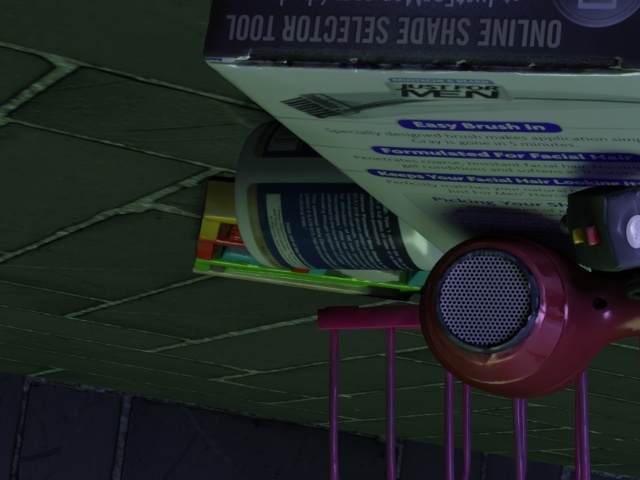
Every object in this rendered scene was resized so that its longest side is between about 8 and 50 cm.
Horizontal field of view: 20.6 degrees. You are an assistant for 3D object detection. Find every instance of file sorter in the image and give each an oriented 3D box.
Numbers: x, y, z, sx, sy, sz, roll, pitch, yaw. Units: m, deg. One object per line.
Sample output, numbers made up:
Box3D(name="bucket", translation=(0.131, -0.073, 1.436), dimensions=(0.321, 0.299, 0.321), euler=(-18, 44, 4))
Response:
Box3D(name="file sorter", translation=(0.171, 0.142, 1.512), dimensions=(0.291, 0.182, 0.202), euler=(-5, 174, 45))

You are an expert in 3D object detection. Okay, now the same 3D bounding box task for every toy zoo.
Box3D(name="toy zoo", translation=(0.000, 0.000, 1.380), dimensions=(0.192, 0.030, 0.293), euler=(8, 168, -4))

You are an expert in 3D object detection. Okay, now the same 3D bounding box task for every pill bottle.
Box3D(name="pill bottle", translation=(0.041, -0.028, 1.066), dimensions=(0.169, 0.094, 0.094), euler=(1, 167, 28))

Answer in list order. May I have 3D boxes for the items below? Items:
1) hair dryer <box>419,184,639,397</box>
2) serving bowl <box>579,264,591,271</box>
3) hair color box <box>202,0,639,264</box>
Box3D(name="hair dryer", translation=(0.160, 0.042, 0.854), dimensions=(0.224, 0.080, 0.293), euler=(10, 169, -20))
Box3D(name="serving bowl", translation=(0.164, 0.007, 1.327), dimensions=(0.083, 0.027, 0.083), euler=(7, 168, 2))
Box3D(name="hair color box", translation=(0.101, -0.072, 0.795), dimensions=(0.185, 0.110, 0.339), euler=(4, 170, 21))
